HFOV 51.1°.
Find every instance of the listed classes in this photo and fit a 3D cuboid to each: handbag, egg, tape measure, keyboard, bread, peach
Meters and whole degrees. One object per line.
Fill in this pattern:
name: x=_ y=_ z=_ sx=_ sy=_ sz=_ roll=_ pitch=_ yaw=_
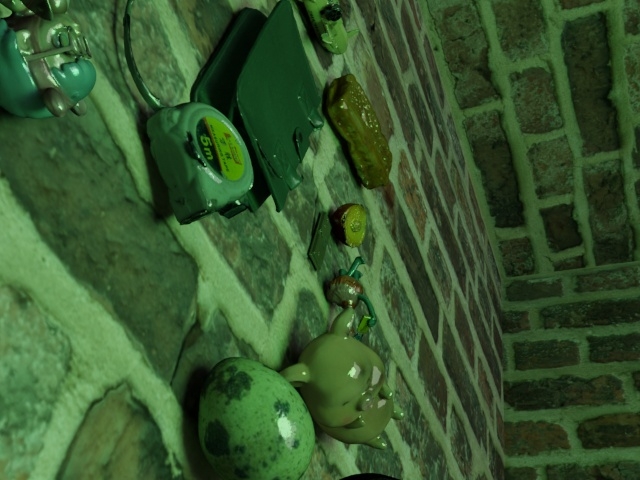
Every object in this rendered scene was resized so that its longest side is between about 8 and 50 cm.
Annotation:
handbag: x=-0.085 y=-0.230 z=1.110 sx=0.327 sy=0.089 sz=0.239 roll=-76 pitch=149 yaw=-44
egg: x=-0.086 y=0.234 z=0.852 sx=0.182 sy=0.141 sz=0.141 roll=62 pitch=23 yaw=0
tape measure: x=-0.188 y=-0.182 z=0.881 sx=0.164 sy=0.084 sz=0.331 roll=-6 pitch=75 yaw=-67
keyboard: x=0.000 y=0.000 z=1.317 sx=0.129 sy=0.015 sz=0.049 roll=-75 pitch=153 yaw=-46
bread: x=0.088 y=-0.241 z=1.542 sx=0.271 sy=0.077 sz=0.139 roll=57 pitch=36 yaw=-41
peach: x=0.054 y=-0.032 z=1.399 sx=0.098 sy=0.061 sz=0.098 roll=-15 pitch=109 yaw=-49

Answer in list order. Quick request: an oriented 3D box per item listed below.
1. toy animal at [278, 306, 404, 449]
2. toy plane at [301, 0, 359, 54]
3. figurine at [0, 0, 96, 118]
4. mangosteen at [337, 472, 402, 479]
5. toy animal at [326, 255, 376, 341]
toy animal: x=0.041 y=0.246 z=1.132 sx=0.166 sy=0.154 sz=0.250 roll=-56 pitch=142 yaw=-28
toy plane: x=0.011 y=-0.484 z=1.441 sx=0.244 sy=0.092 sz=0.229 roll=38 pitch=33 yaw=-55
figurine: x=-0.291 y=-0.237 z=0.626 sx=0.205 sy=0.102 sz=0.260 roll=-149 pitch=-140 yaw=-71
mangosteen: x=0.064 y=0.513 z=1.010 sx=0.302 sy=0.274 sz=0.275 roll=-68 pitch=166 yaw=19
toy animal: x=0.062 y=0.130 z=1.297 sx=0.100 sy=0.103 sz=0.208 roll=54 pitch=33 yaw=-46
